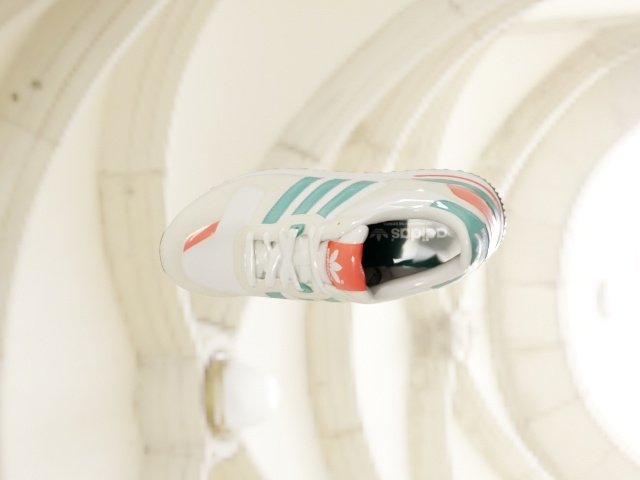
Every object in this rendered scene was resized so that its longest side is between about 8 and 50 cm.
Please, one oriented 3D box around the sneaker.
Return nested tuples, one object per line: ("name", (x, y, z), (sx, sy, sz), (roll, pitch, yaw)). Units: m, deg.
("sneaker", (0.000, 0.000, 0.740), (0.075, 0.161, 0.057), (-53, -42, -74))
